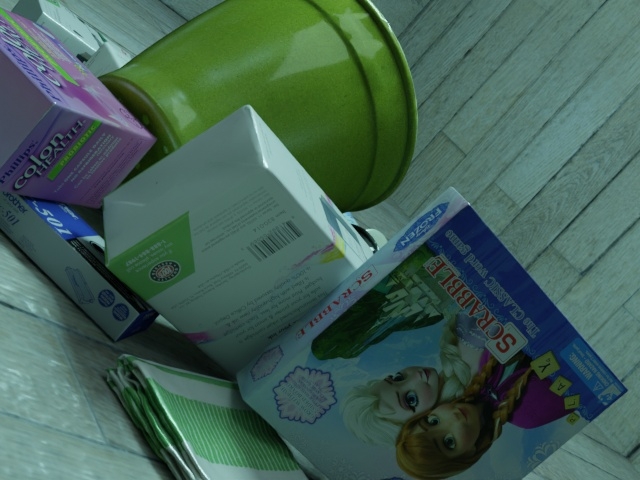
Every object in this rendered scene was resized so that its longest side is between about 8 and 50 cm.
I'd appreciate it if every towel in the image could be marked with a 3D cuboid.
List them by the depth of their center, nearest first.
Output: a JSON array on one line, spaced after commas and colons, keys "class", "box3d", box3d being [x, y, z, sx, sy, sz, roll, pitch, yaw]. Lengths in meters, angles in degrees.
[{"class": "towel", "box3d": [-0.055, 0.248, 1.070, 0.325, 0.038, 0.248, 48, 11, 31]}]

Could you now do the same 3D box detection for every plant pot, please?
[{"class": "plant pot", "box3d": [-0.122, -0.152, 1.473, 0.353, 0.366, 0.366, -27, 64, -38]}]

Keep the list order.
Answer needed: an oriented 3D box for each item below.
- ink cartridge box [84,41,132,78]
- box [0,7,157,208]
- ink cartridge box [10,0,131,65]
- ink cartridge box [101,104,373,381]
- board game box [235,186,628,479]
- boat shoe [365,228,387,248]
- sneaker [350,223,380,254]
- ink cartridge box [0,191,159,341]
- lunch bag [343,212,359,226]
[{"class": "ink cartridge box", "box3d": [-0.271, -0.169, 1.743, 0.207, 0.117, 0.283, 34, 13, -39]}, {"class": "box", "box3d": [-0.335, -0.157, 1.208, 0.213, 0.117, 0.243, 45, 10, 15]}, {"class": "ink cartridge box", "box3d": [-0.422, -0.320, 1.868, 0.219, 0.092, 0.160, 34, 13, -34]}, {"class": "ink cartridge box", "box3d": [-0.060, 0.040, 1.246, 0.353, 0.207, 0.119, 49, 16, -40]}, {"class": "board game box", "box3d": [0.128, 0.159, 1.216, 0.319, 0.318, 0.066, 46, 6, -23]}, {"class": "boat shoe", "box3d": [0.020, 0.068, 1.760, 0.079, 0.227, 0.081, 50, -31, -3]}, {"class": "sneaker", "box3d": [-0.040, 0.036, 1.585, 0.146, 0.123, 0.330, -13, 14, -33]}, {"class": "ink cartridge box", "box3d": [-0.267, 0.019, 1.196, 0.207, 0.046, 0.097, 43, 10, 6]}, {"class": "lunch bag", "box3d": [0.000, 0.000, 2.126, 0.151, 0.096, 0.129, 3, 29, -25]}]
